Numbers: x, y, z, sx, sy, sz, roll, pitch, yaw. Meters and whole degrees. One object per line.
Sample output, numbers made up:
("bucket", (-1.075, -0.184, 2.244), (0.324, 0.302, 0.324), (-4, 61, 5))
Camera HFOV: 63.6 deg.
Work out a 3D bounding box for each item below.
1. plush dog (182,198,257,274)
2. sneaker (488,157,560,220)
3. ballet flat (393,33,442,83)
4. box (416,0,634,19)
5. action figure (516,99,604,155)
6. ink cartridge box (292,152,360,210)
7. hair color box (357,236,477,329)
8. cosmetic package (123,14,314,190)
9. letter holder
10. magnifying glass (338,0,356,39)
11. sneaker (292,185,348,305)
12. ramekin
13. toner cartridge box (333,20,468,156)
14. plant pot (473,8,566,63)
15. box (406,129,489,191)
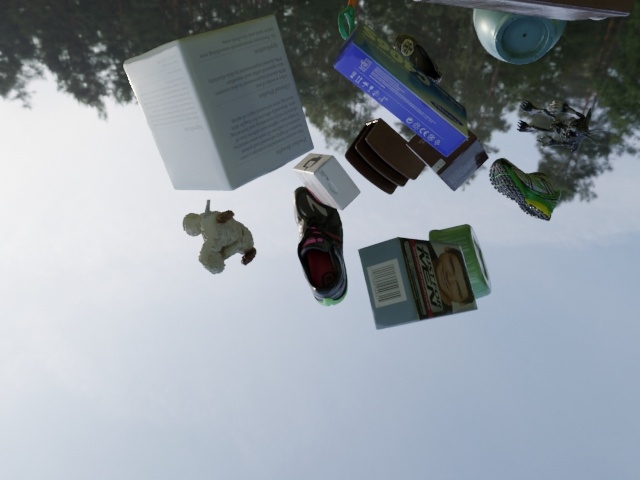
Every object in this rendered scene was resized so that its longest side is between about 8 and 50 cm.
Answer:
("plush dog", (-0.330, -0.022, 1.845), (0.262, 0.211, 0.225), (56, -162, 25))
("sneaker", (0.775, -0.216, 1.961), (0.344, 0.146, 0.134), (32, 176, -27))
("ballet flat", (0.298, -0.532, 1.538), (0.058, 0.084, 0.250), (38, -170, 38))
("box", (0.400, -0.527, 1.016), (0.382, 0.143, 0.191), (4, -161, -11))
("action figure", (0.793, -0.387, 1.744), (0.141, 0.164, 0.276), (-3, -156, -36))
("ink cartridge box", (0.018, -0.214, 1.836), (0.100, 0.172, 0.237), (-43, -158, -8))
("hair color box", (0.248, 0.101, 1.252), (0.114, 0.185, 0.375), (-19, 167, 32))
("cosmetic package", (-0.283, -0.381, 1.478), (0.328, 0.393, 0.329), (6, -150, 45))
("letter holder", (0.287, -0.361, 2.303), (0.214, 0.302, 0.152), (-55, -162, -6))
("magnifying glass", (0.100, -0.781, 1.770), (0.026, 0.092, 0.230), (-3, -122, 29))
("sneaker", (0.000, 0.000, 1.931), (0.185, 0.202, 0.482), (-17, -108, 6))
("ramekin", (0.518, 0.085, 1.897), (0.148, 0.303, 0.303), (-19, -149, 21))
("toner cartridge box", (0.198, -0.361, 1.228), (0.348, 0.075, 0.165), (34, -141, -15))
("plant pot", (0.635, -0.682, 1.624), (0.293, 0.293, 0.196), (6, -131, 8))
("box", (0.425, -0.296, 1.713), (0.167, 0.168, 0.203), (52, -166, 27))
